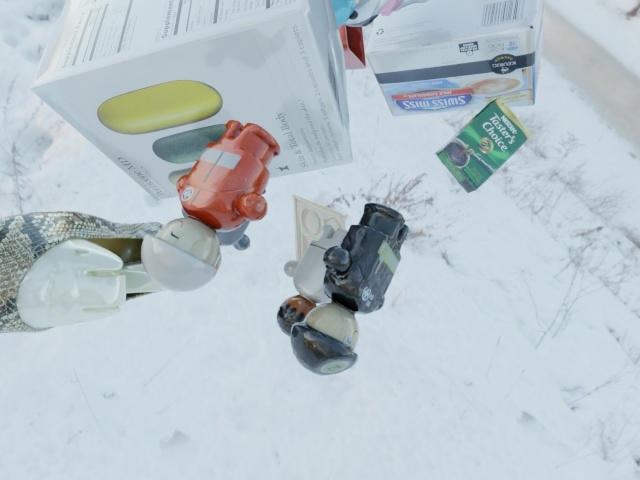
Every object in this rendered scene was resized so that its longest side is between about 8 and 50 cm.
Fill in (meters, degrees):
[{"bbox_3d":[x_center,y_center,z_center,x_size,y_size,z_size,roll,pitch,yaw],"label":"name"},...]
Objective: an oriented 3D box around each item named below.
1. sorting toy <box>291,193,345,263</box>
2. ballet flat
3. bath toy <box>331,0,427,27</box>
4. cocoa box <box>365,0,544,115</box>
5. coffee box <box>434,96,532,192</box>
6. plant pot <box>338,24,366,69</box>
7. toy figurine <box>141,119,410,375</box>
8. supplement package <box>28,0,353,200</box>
[{"bbox_3d":[0.000,0.000,1.027,0.193,0.038,0.208,17,58,-46],"label":"sorting toy"},{"bbox_3d":[-0.328,0.045,0.632,0.181,0.164,0.483,17,7,11],"label":"ballet flat"},{"bbox_3d":[0.074,-0.448,0.718,0.348,0.129,0.151,-38,99,-41],"label":"bath toy"},{"bbox_3d":[0.317,-0.457,0.944,0.346,0.228,0.232,5,70,30],"label":"cocoa box"},{"bbox_3d":[0.339,-0.200,0.847,0.184,0.040,0.113,-41,93,-12],"label":"coffee box"},{"bbox_3d":[-0.006,-0.694,1.309,0.235,0.268,0.267,-4,8,19],"label":"plant pot"},{"bbox_3d":[-0.046,0.016,0.395,0.213,0.209,0.148,30,77,-11],"label":"toy figurine"},{"bbox_3d":[-0.114,-0.197,0.462,0.262,0.199,0.198,-8,62,13],"label":"supplement package"}]
